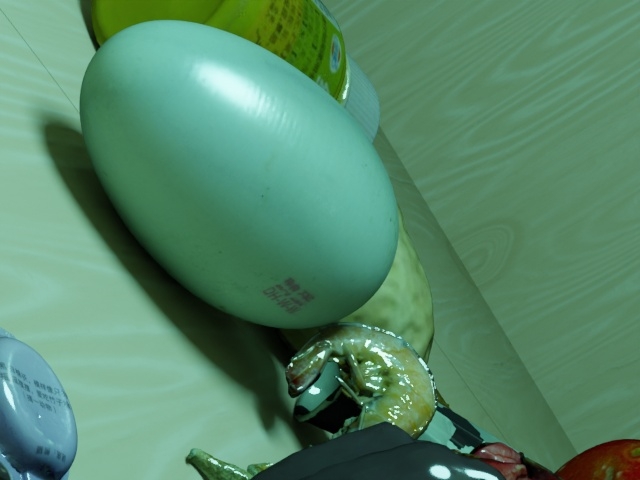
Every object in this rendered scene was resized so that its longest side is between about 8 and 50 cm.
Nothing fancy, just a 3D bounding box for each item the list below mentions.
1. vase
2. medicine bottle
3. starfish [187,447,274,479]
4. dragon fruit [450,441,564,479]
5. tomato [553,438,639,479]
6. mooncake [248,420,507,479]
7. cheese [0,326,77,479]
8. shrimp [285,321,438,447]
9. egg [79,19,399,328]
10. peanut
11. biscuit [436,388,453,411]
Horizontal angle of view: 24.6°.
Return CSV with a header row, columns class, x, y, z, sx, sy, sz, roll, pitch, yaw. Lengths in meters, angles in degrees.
class,x,y,z,sx,sy,sz,roll,pitch,yaw
vase,0.142,0.255,1.536,0.360,0.165,0.165,41,14,-9
medicine bottle,-0.086,-0.216,1.756,0.384,0.224,0.224,39,22,-57
starfish,-0.035,0.252,1.212,0.223,0.050,0.217,49,21,-17
dragon fruit,0.160,0.303,1.327,0.293,0.234,0.234,15,-24,45
tomato,0.363,0.406,1.758,0.293,0.325,0.290,49,-26,-23
mooncake,0.067,0.302,0.887,0.381,0.212,0.350,63,-18,7
cheese,-0.181,0.128,0.901,0.105,0.042,0.191,40,21,-53
shrimp,0.018,0.166,1.392,0.143,0.052,0.251,42,41,5
egg,-0.075,-0.060,1.380,0.371,0.230,0.230,41,19,-33
peanut,0.000,0.000,1.614,0.192,0.169,0.387,-26,97,-36
biscuit,0.135,0.240,1.858,0.296,0.075,0.296,55,11,-17
